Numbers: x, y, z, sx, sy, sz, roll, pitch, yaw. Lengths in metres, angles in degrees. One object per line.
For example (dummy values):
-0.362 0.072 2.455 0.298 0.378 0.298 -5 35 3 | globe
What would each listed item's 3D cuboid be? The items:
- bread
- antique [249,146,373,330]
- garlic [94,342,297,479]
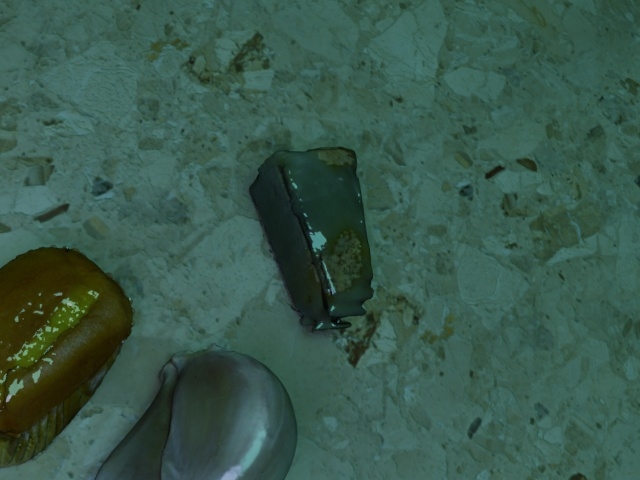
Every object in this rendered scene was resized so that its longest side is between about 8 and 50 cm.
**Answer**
-0.376 0.143 1.341 0.204 0.156 0.288 43 55 -1 | bread
0.000 0.000 1.639 0.150 0.125 0.284 -3 67 -29 | antique
-0.168 0.294 1.335 0.246 0.231 0.340 49 47 -2 | garlic
